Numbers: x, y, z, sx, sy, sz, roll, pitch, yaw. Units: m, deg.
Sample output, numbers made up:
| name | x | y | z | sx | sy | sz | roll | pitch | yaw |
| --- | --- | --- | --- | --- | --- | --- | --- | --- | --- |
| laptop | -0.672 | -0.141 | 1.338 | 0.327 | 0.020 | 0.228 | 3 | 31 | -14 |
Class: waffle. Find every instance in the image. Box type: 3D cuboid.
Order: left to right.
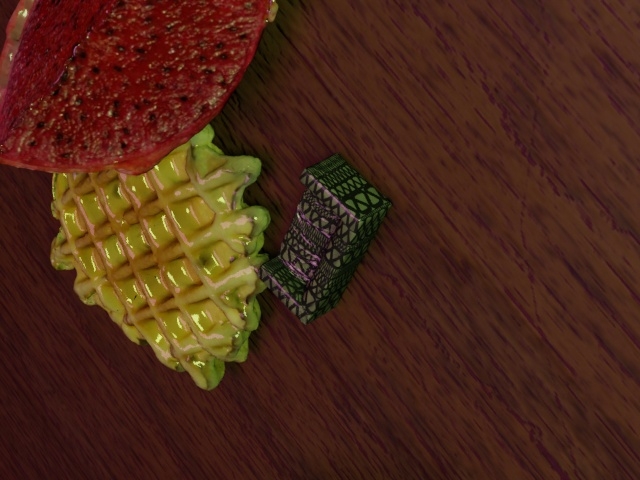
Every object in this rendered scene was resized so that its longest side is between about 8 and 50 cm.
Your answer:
| name | x | y | z | sx | sy | sz | roll | pitch | yaw |
| --- | --- | --- | --- | --- | --- | --- | --- | --- | --- |
| waffle | -0.137 | -0.011 | 0.986 | 0.250 | 0.056 | 0.261 | 32 | 129 | 29 |

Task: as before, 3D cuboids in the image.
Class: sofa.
| name | x | y | z | sx | sy | sz | roll | pitch | yaw |
| --- | --- | --- | --- | --- | --- | --- | --- | --- | --- |
| sofa | 0.000 | 0.000 | 0.863 | 0.060 | 0.039 | 0.118 | 46 | 136 | 19 |

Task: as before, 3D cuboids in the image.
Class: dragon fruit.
| name | x | y | z | sx | sy | sz | roll | pitch | yaw |
| --- | --- | --- | --- | --- | --- | --- | --- | --- | --- |
| dragon fruit | -0.122 | -0.170 | 0.847 | 0.274 | 0.126 | 0.161 | -47 | 44 | 24 |
